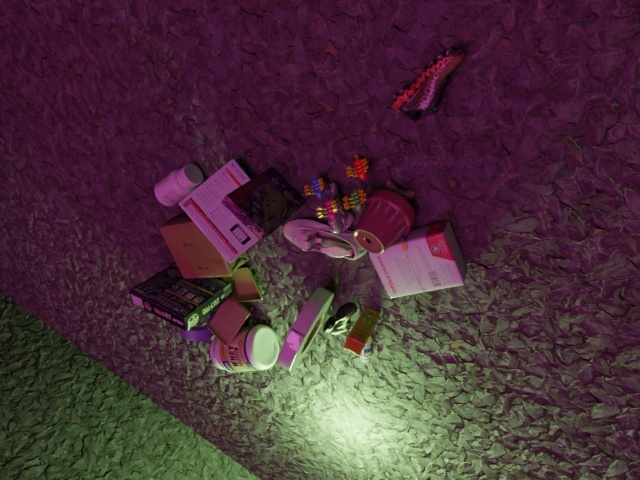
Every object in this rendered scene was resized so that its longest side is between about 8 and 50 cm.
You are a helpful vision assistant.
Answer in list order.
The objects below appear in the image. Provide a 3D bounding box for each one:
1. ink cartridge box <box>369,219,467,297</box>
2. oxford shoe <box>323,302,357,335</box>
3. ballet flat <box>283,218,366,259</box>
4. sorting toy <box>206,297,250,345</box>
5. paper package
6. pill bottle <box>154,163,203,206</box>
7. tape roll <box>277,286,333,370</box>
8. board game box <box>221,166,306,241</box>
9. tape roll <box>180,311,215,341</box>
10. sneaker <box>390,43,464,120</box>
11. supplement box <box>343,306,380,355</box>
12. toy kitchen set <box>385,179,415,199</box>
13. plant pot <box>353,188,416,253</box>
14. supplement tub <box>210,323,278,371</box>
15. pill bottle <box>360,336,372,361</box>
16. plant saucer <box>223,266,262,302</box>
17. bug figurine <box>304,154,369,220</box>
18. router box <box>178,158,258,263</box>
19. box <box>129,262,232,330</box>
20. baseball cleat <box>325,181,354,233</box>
[{"bbox_3d":[0.375,0.075,1.662,0.306,0.131,0.226,-15,110,34],"label":"ink cartridge box"},{"bbox_3d":[0.112,0.364,2.003,0.096,0.083,0.227,30,129,-14],"label":"oxford shoe"},{"bbox_3d":[0.000,0.000,1.811,0.399,0.139,0.139,11,121,22],"label":"ballet flat"},{"bbox_3d":[-0.472,0.412,2.235,0.193,0.208,0.038,33,175,37],"label":"sorting toy"},{"bbox_3d":[-0.555,0.018,2.080,0.324,0.168,0.310,-7,114,29],"label":"paper package"},{"bbox_3d":[-0.649,-0.258,1.994,0.229,0.131,0.131,-25,104,35],"label":"pill bottle"},{"bbox_3d":[-0.061,0.386,1.896,0.071,0.392,0.392,28,126,10],"label":"tape roll"},{"bbox_3d":[-0.209,-0.153,1.694,0.208,0.347,0.056,41,126,0],"label":"board game box"},{"bbox_3d":[-0.667,0.456,2.369,0.188,0.189,0.080,21,124,15],"label":"tape roll"},{"bbox_3d":[0.357,-0.487,1.375,0.135,0.098,0.276,48,129,-4],"label":"sneaker"},{"bbox_3d":[0.181,0.385,1.870,0.077,0.233,0.080,23,121,14],"label":"supplement box"},{"bbox_3d":[0.293,-0.178,1.625,0.068,0.075,0.083,102,147,-46],"label":"toy kitchen set"},{"bbox_3d":[0.222,-0.056,1.593,0.201,0.180,0.201,29,153,17],"label":"plant pot"},{"bbox_3d":[-0.402,0.570,2.275,0.316,0.228,0.229,-15,109,32],"label":"supplement tub"},{"bbox_3d":[0.211,0.507,2.028,0.066,0.067,0.120,9,120,22],"label":"pill bottle"},{"bbox_3d":[-0.388,0.216,2.182,0.188,0.045,0.188,-10,112,31],"label":"plant saucer"},{"bbox_3d":[0.076,-0.192,1.634,0.278,0.072,0.217,-19,69,28],"label":"bug figurine"},{"bbox_3d":[-0.378,-0.123,1.859,0.301,0.082,0.336,-39,97,-2],"label":"router box"},{"bbox_3d":[-0.695,0.264,2.167,0.394,0.318,0.097,17,126,26],"label":"box"},{"bbox_3d":[0.080,-0.132,1.743,0.109,0.072,0.206,-3,102,-14],"label":"baseball cleat"}]
